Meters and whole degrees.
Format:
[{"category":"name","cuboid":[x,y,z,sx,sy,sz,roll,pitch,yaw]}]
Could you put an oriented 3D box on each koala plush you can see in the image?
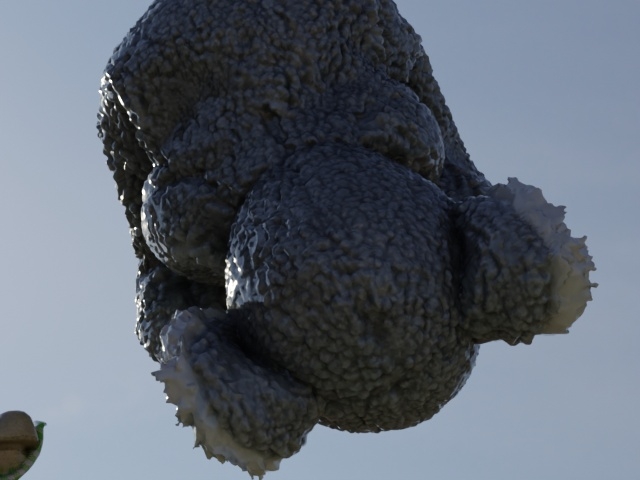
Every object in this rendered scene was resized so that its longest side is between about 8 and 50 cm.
[{"category":"koala plush","cuboid":[0.000,0.000,0.624,0.196,0.221,0.203,-20,-54,-2]}]

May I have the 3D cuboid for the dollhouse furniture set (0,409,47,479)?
[{"category":"dollhouse furniture set","cuboid":[-0.263,0.168,0.540,0.301,0.151,0.197,3,-27,-36]}]
